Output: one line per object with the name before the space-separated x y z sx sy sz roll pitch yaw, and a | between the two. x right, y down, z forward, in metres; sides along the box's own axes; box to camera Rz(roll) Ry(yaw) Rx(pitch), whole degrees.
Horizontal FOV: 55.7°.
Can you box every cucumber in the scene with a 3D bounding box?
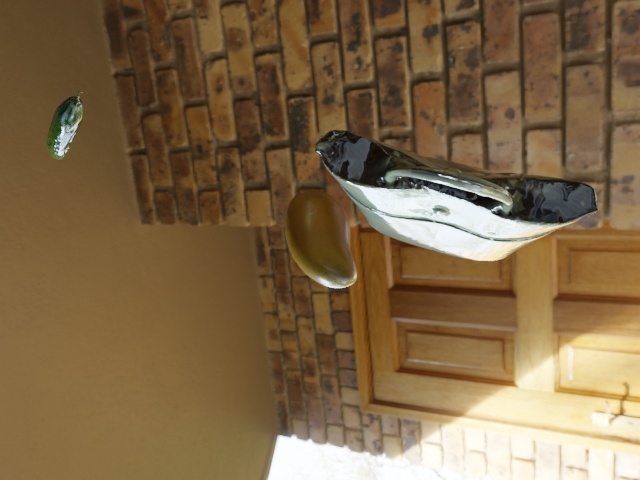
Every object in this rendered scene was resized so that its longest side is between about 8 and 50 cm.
cucumber | -0.378 -0.163 0.893 0.039 0.168 0.039 16 -123 -27

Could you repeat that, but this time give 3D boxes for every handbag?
handbag | 0.126 -0.057 0.590 0.315 0.241 0.109 40 -116 -78

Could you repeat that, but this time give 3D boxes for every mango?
mango | 0.000 0.000 0.904 0.085 0.102 0.184 109 154 -46
